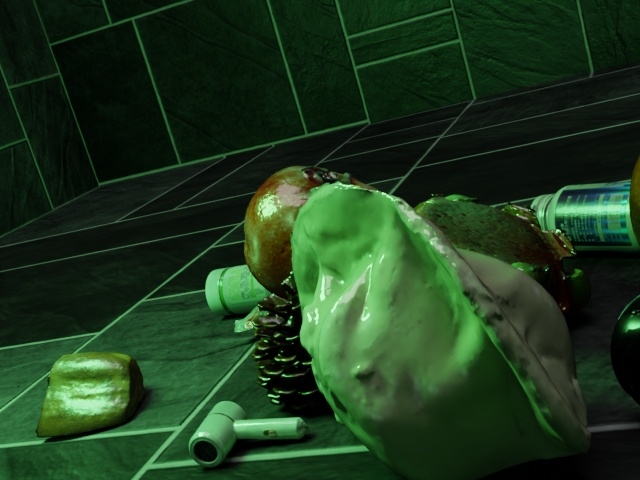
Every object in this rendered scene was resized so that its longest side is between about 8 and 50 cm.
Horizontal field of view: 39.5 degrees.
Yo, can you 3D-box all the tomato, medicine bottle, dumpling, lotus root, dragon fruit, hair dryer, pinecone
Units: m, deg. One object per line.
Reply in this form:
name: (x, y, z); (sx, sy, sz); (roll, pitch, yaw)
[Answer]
tomato: (0.004, 0.002, 1.269); (0.232, 0.189, 0.232); (17, 21, -7)
medicine bottle: (0.417, -0.033, 1.345); (0.107, 0.107, 0.191); (-28, 18, -39)
dumpling: (0.085, 0.078, 0.876); (0.233, 0.316, 0.395); (-31, 11, -23)
lotus root: (-0.328, 0.211, 1.298); (0.135, 0.095, 0.159); (-8, 22, 17)
dragon fruit: (0.212, 0.033, 1.171); (0.268, 0.130, 0.295); (15, 21, -6)
hair dryer: (-0.080, 0.228, 1.054); (0.137, 0.047, 0.082); (-5, 18, 16)
pinecone: (-0.016, 0.119, 1.134); (0.163, 0.165, 0.163); (-12, 21, 5)
medicine bottle: (-0.101, 0.080, 1.545); (0.183, 0.086, 0.086); (-9, 16, 27)

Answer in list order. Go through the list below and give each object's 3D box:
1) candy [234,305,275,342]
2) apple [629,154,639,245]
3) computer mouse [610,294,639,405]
candy: (-0.013, 0.119, 1.351); (0.292, 0.059, 0.086); (-6, 20, 37)
apple: (0.507, -0.055, 1.143); (0.230, 0.230, 0.230); (-15, 14, 4)
computer mouse: (0.395, 0.088, 0.842); (0.233, 0.137, 0.096); (-12, 18, 22)
